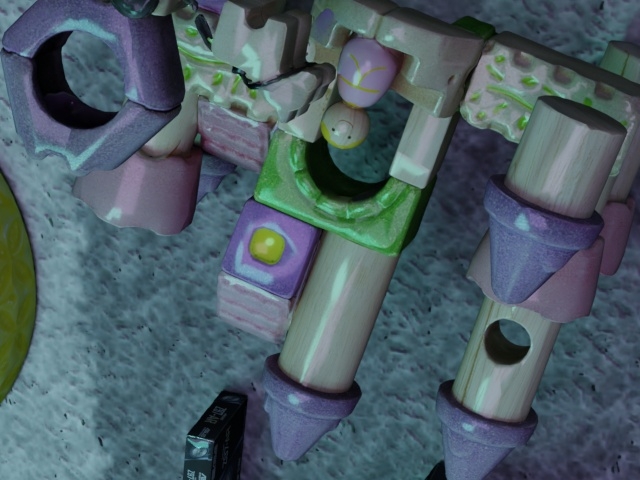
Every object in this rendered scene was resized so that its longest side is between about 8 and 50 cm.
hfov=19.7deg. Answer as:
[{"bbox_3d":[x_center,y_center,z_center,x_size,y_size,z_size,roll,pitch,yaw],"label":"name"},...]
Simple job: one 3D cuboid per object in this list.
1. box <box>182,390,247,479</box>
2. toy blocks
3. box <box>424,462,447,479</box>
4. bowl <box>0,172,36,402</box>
[{"bbox_3d":[-0.067,0.144,1.136,0.018,0.067,0.083,11,111,12],"label":"box"},{"bbox_3d":[0.000,0.000,0.928,0.289,0.309,0.260,23,108,8],"label":"toy blocks"},{"bbox_3d":[0.029,0.270,1.046,0.103,0.261,0.184,34,116,3],"label":"box"},{"bbox_3d":[-0.338,0.038,1.132,0.289,0.156,0.289,6,110,15],"label":"bowl"}]
